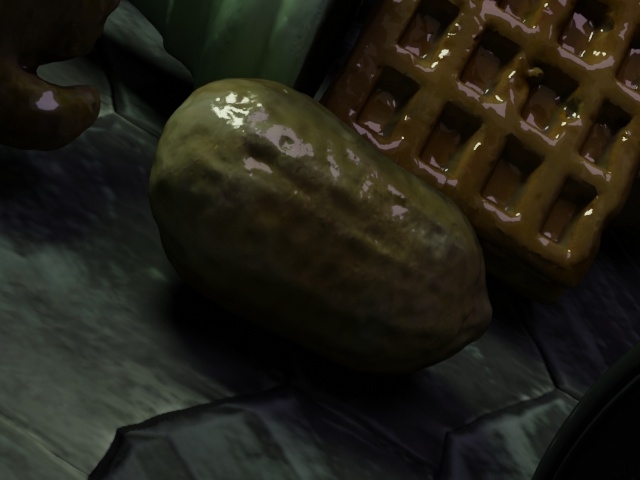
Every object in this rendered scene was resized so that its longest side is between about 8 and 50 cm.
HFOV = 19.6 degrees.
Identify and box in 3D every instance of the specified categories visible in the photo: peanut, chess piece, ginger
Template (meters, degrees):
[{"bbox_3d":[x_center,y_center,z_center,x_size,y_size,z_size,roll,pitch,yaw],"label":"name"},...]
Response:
[{"bbox_3d":[0.000,0.000,1.040,0.224,0.129,0.129,36,24,-16],"label":"peanut"},{"bbox_3d":[-0.121,-0.202,1.199,0.299,0.194,0.194,26,26,4],"label":"chess piece"},{"bbox_3d":[-0.163,-0.156,1.023,0.166,0.080,0.333,37,58,-15],"label":"ginger"}]

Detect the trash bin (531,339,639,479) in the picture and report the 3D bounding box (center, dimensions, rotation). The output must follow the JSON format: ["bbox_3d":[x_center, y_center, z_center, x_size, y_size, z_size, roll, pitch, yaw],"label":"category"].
[{"bbox_3d":[0.259,0.105,1.065,0.182,0.209,0.290,44,33,16],"label":"trash bin"}]

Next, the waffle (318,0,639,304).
[{"bbox_3d":[0.144,-0.145,1.253,0.224,0.327,0.098,32,-15,-9],"label":"waffle"}]

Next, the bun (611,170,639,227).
[{"bbox_3d":[0.201,-0.151,1.434,0.299,0.165,0.298,9,71,-28],"label":"bun"}]
